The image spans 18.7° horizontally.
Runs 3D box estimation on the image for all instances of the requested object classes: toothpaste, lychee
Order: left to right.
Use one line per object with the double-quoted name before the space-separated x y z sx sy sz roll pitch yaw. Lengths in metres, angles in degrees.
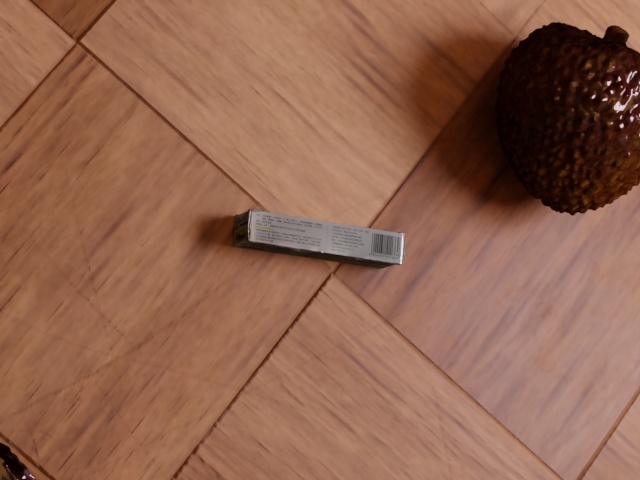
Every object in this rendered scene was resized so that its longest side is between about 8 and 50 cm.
"toothpaste" 0.000 0.000 1.883 0.164 0.046 0.034 8 79 -20
"lychee" 0.264 -0.128 1.947 0.194 0.194 0.194 4 79 -21

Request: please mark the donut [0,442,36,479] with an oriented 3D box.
"donut" -0.355 0.274 1.660 0.270 0.103 0.269 4 80 -23
